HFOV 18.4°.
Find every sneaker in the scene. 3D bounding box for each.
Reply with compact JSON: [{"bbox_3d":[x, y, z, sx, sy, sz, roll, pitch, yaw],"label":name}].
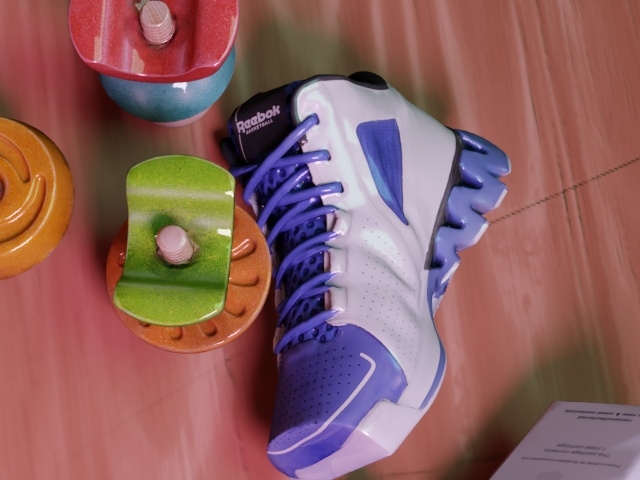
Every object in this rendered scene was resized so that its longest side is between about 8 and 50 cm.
[{"bbox_3d":[0.000,-0.001,1.304,0.182,0.127,0.315,40,46,-19],"label":"sneaker"}]

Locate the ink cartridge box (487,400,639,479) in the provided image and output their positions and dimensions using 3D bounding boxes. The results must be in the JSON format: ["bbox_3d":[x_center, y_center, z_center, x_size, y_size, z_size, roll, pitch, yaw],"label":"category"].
[{"bbox_3d":[0.164,0.264,1.317,0.273,0.114,0.197,-43,120,-40],"label":"ink cartridge box"}]

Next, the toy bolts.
[{"bbox_3d":[-0.129,-0.050,1.224,0.218,0.158,0.228,8,76,4],"label":"toy bolts"}]
